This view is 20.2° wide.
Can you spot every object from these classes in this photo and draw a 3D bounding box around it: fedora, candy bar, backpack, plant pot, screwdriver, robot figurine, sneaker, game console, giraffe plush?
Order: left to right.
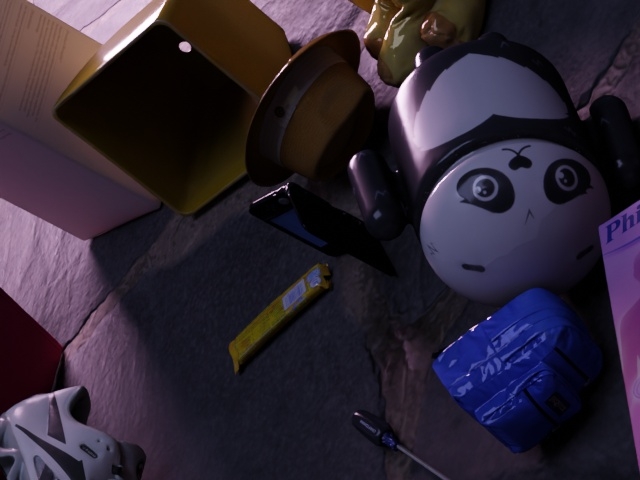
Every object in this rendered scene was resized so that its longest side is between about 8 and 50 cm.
[{"bbox_3d":[-0.238,0.282,1.904,0.146,0.122,0.330,-28,58,-9],"label":"sneaker"},{"bbox_3d":[-0.151,-0.196,2.106,0.212,0.212,0.187,-34,28,37],"label":"plant pot"},{"bbox_3d":[-0.045,0.081,1.899,0.161,0.018,0.040,-42,40,26],"label":"candy bar"},{"bbox_3d":[0.000,0.000,1.799,0.107,0.122,0.071,-25,46,44],"label":"game console"},{"bbox_3d":[0.002,-0.126,1.901,0.079,0.194,0.194,35,96,22],"label":"fedora"},{"bbox_3d":[0.083,-0.287,1.861,0.210,0.170,0.181,-45,35,23],"label":"giraffe plush"},{"bbox_3d":[0.076,0.194,1.637,0.025,0.024,0.170,-34,32,-12],"label":"screwdriver"},{"bbox_3d":[0.154,-0.069,1.585,0.209,0.173,0.278,-44,34,25],"label":"robot figurine"},{"bbox_3d":[0.175,0.109,1.497,0.120,0.098,0.101,-41,44,7],"label":"backpack"}]

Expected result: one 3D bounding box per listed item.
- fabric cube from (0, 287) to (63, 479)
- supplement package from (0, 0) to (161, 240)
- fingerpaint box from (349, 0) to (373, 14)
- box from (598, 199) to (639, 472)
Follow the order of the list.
[{"bbox_3d":[-0.499,0.189,2.156,0.259,0.254,0.258,1,64,22],"label":"fabric cube"},{"bbox_3d":[-0.344,-0.152,2.242,0.175,0.293,0.178,-21,49,45],"label":"supplement package"},{"bbox_3d":[0.067,-0.527,2.081,0.445,0.163,0.371,-56,31,9],"label":"fingerpaint box"},{"bbox_3d":[0.331,0.052,1.297,0.213,0.117,0.243,-36,39,34],"label":"box"}]
